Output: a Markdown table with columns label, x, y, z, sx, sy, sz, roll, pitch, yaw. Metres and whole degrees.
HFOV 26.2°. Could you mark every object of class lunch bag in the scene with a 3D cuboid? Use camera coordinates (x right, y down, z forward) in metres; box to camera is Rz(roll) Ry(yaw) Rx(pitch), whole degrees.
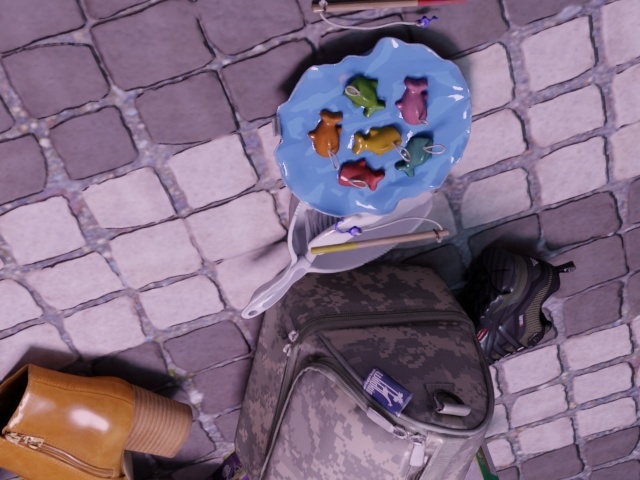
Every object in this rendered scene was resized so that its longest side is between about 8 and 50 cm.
| label | x | y | z | sx | sy | sz | roll | pitch | yaw |
| --- | --- | --- | --- | --- | --- | --- | --- | --- | --- |
| lunch bag | 0.051 | 0.202 | 1.394 | 0.212 | 0.256 | 0.305 | 0 | 126 | -23 |

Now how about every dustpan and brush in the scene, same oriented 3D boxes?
| label | x | y | z | sx | sy | sz | roll | pitch | yaw |
| --- | --- | --- | --- | --- | --- | --- | --- | --- | --- |
| dustpan and brush | 0.000 | 0.000 | 1.324 | 0.211 | 0.060 | 0.147 | -35 | 137 | 20 |

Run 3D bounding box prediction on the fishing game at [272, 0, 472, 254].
| label | x | y | z | sx | sy | sz | roll | pitch | yaw |
| --- | --- | --- | --- | --- | --- | --- | --- | --- | --- |
| fishing game | 0.049 | -0.093 | 1.218 | 0.189 | 0.041 | 0.264 | -5 | 127 | -13 |

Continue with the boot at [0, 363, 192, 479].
| label | x | y | z | sx | sy | sz | roll | pitch | yaw |
| --- | --- | --- | --- | --- | --- | --- | --- | --- | --- |
| boot | -0.291 | 0.244 | 1.490 | 0.211 | 0.104 | 0.295 | 17 | 125 | -27 |

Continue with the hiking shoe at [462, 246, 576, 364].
| label | x | y | z | sx | sy | sz | roll | pitch | yaw |
| --- | --- | --- | --- | --- | --- | --- | --- | --- | --- |
| hiking shoe | 0.193 | 0.105 | 1.497 | 0.114 | 0.086 | 0.227 | 7 | 134 | -22 |

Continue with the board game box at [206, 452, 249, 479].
| label | x | y | z | sx | sy | sz | roll | pitch | yaw |
| --- | --- | --- | --- | --- | --- | --- | --- | --- | --- |
| board game box | -0.058 | 0.332 | 1.705 | 0.208 | 0.056 | 0.347 | 22 | 127 | -32 |

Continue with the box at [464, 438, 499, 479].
| label | x | y | z | sx | sy | sz | roll | pitch | yaw |
| --- | --- | --- | --- | --- | --- | --- | --- | --- | --- |
| box | 0.131 | 0.304 | 1.692 | 0.179 | 0.105 | 0.043 | -37 | 136 | 24 |
